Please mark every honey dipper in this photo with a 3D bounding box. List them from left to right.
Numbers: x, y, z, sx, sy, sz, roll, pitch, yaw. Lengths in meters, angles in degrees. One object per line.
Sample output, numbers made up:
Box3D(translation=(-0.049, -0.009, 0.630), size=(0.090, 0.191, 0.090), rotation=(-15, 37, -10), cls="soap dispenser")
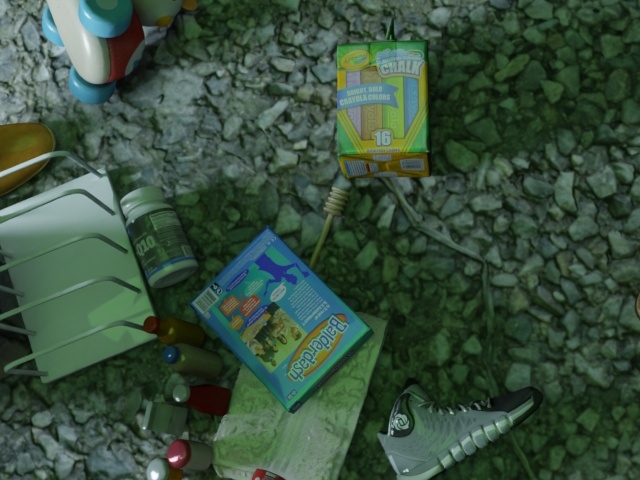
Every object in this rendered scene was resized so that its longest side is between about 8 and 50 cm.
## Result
Box3D(translation=(0.000, 0.000, 1.336), size=(0.030, 0.030, 0.161), rotation=(22, 86, 11), cls="honey dipper")

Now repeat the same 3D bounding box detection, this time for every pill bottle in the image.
Box3D(translation=(-0.239, -0.006, 1.342), size=(0.078, 0.078, 0.137), rotation=(-26, 76, 2), cls="pill bottle")

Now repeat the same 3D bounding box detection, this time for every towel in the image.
Box3D(translation=(-0.032, 0.218, 1.286), size=(0.187, 0.049, 0.282), rotation=(17, 82, 10), cls="towel")

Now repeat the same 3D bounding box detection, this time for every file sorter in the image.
Box3D(translation=(-0.378, 0.036, 1.306), size=(0.192, 0.173, 0.278), rotation=(-22, 76, 2), cls="file sorter")

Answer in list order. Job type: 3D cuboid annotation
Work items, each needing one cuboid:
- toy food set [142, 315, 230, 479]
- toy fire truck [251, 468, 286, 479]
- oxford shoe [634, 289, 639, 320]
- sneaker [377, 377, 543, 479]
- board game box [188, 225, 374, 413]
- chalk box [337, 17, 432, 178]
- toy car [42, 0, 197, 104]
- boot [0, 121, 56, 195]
Box3D(translation=(-0.202, 0.224, 1.260), size=(0.111, 0.104, 0.232), rotation=(4, 76, 34), cls="toy food set")
Box3D(translation=(-0.089, 0.400, 1.213), size=(0.047, 0.192, 0.135), rotation=(18, 53, 10), cls="toy fire truck")
Box3D(translation=(0.490, 0.013, 1.242), size=(0.076, 0.076, 0.212), rotation=(16, 80, 12), cls="oxford shoe")
Box3D(translation=(0.177, 0.229, 1.239), size=(0.228, 0.086, 0.132), rotation=(-33, 74, 1), cls="sneaker")
Box3D(translation=(-0.055, 0.108, 1.265), size=(0.160, 0.047, 0.210), rotation=(-44, 72, -3), cls="board game box")
Box3D(translation=(0.092, -0.207, 1.310), size=(0.132, 0.132, 0.213), rotation=(-2, 78, 7), cls="chalk box")
Box3D(translation=(-0.278, -0.356, 1.383), size=(0.237, 0.219, 0.210), rotation=(-21, 75, -26), cls="toy car")
Box3D(translation=(-0.559, -0.123, 1.341), size=(0.295, 0.211, 0.104), rotation=(-19, 78, 3), cls="boot")
